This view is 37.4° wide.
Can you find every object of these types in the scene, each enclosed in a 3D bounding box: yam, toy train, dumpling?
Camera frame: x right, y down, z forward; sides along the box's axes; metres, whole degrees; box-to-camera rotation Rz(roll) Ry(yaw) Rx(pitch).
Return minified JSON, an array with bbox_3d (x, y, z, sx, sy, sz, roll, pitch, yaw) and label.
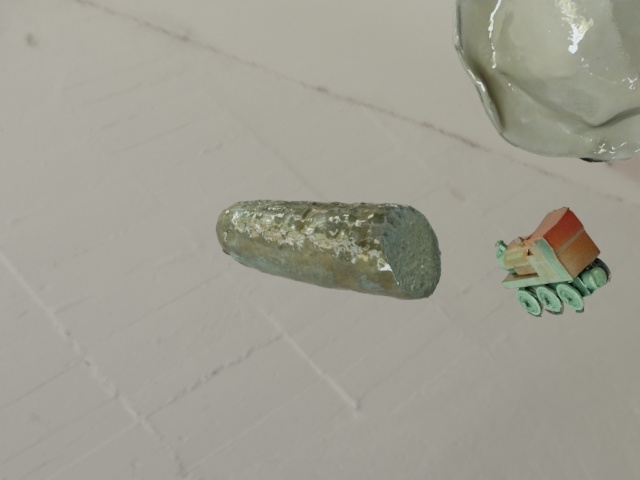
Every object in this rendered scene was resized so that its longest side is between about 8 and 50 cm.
[{"bbox_3d":[0.000,0.000,1.324,0.330,0.133,0.133,8,-152,28],"label":"yam"},{"bbox_3d":[0.278,0.029,1.163,0.074,0.176,0.118,-40,-83,-17],"label":"toy train"},{"bbox_3d":[0.291,-0.226,1.073,0.341,0.260,0.181,56,-170,-51],"label":"dumpling"}]
